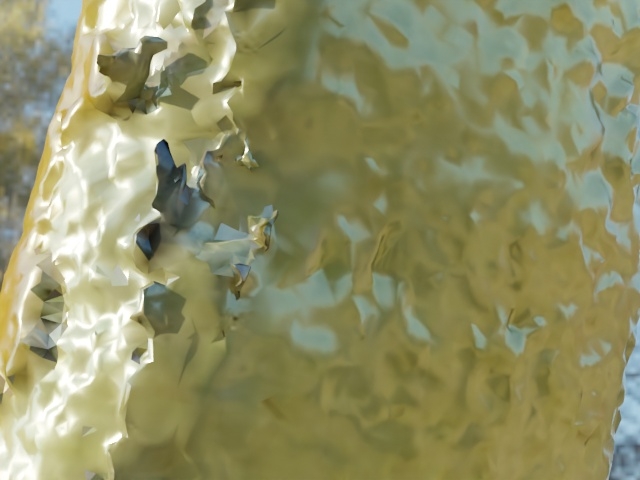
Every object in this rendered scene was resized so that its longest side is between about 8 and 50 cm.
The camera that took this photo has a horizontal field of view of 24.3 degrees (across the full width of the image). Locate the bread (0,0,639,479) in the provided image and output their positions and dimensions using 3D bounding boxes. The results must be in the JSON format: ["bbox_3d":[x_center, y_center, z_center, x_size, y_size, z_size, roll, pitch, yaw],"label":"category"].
[{"bbox_3d":[0.000,0.000,0.568,0.236,0.375,0.165,17,-9,-22],"label":"bread"}]
